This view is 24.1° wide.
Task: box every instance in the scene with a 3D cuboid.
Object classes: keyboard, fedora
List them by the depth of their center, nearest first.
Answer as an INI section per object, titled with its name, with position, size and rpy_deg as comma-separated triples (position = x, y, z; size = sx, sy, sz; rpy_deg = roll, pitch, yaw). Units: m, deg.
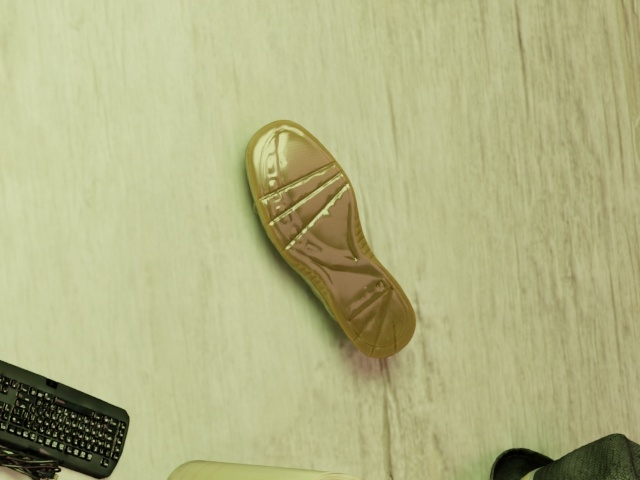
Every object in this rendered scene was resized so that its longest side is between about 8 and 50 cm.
[keyboard]
position = -0.259, 0.177, 1.399
size = 0.192, 0.038, 0.100
rpy_deg = 26, 71, -35
[fedora]
position = 0.348, 0.339, 1.718
size = 0.334, 0.152, 0.334
rpy_deg = 36, 24, -19

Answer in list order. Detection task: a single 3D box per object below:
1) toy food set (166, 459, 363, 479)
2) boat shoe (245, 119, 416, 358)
[toy food set]
position = -0.101, 0.343, 1.402
size = 0.092, 0.220, 0.306
rpy_deg = 42, 62, -30
[boat shoe]
position = 0.000, 0.000, 1.609
size = 0.105, 0.089, 0.285
rpy_deg = -30, 105, -10
